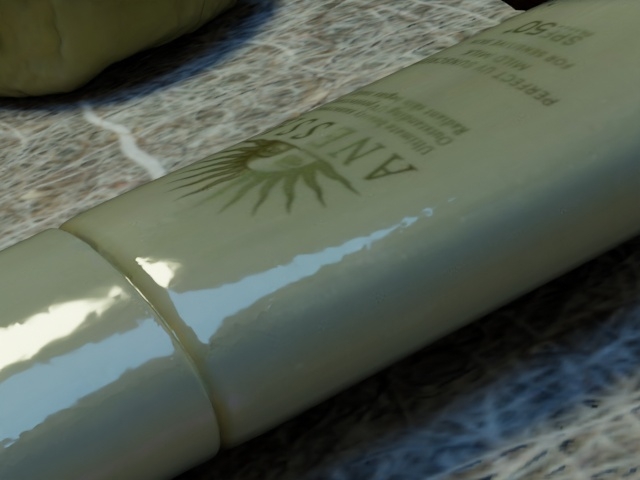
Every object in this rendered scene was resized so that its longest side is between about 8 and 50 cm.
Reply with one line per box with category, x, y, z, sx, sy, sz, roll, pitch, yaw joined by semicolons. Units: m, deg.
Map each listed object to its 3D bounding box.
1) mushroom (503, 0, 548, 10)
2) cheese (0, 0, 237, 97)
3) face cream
mushroom;0.180;-0.247;0.750;0.334;0.356;0.331;38;70;26
cheese;-0.160;-0.178;1.104;0.226;0.117;0.214;8;30;36
face cream;0.000;0.000;0.621;0.348;0.081;0.173;-25;24;-19
